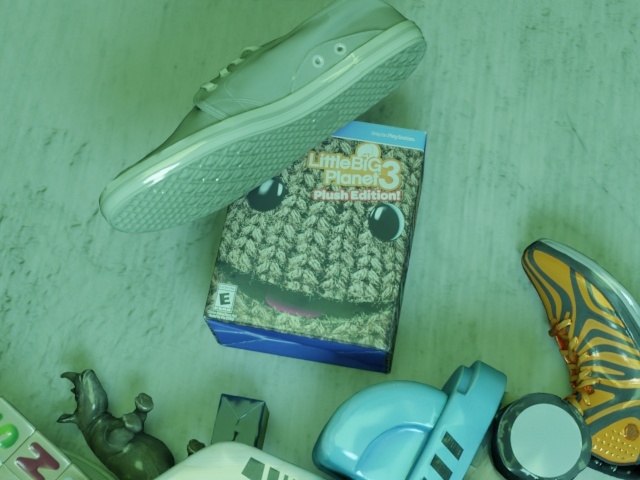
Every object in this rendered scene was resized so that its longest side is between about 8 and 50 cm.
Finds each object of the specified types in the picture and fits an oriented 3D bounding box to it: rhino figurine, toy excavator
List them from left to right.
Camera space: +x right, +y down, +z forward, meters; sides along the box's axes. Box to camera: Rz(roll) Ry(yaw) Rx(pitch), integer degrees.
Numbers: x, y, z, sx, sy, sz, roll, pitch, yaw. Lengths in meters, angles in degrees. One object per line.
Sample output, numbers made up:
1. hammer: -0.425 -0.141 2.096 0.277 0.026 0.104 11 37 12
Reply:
1. rhino figurine: -0.242 0.247 1.389 0.243 0.073 0.106 39 121 15
2. toy excavator: 0.013 0.286 1.275 0.445 0.222 0.433 29 73 6

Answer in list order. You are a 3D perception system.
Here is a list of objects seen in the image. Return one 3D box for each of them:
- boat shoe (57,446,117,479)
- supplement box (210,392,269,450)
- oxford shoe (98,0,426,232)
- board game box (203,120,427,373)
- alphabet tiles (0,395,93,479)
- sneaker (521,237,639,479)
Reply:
1. boat shoe: -0.388 0.304 1.377 0.305 0.109 0.091 18 113 -4
2. supplement box: -0.100 0.241 1.389 0.056 0.083 0.083 10 72 5
3. oxford shoe: -0.078 -0.158 1.335 0.449 0.169 0.130 -35 76 -16
4. board game box: 0.000 0.000 1.437 0.232 0.141 0.291 9 72 6
5. alphabet tiles: -0.386 0.360 1.318 0.342 0.011 0.285 44 96 -4
6. sneaker: 0.324 0.156 1.379 0.180 0.124 0.321 -37 74 -11
